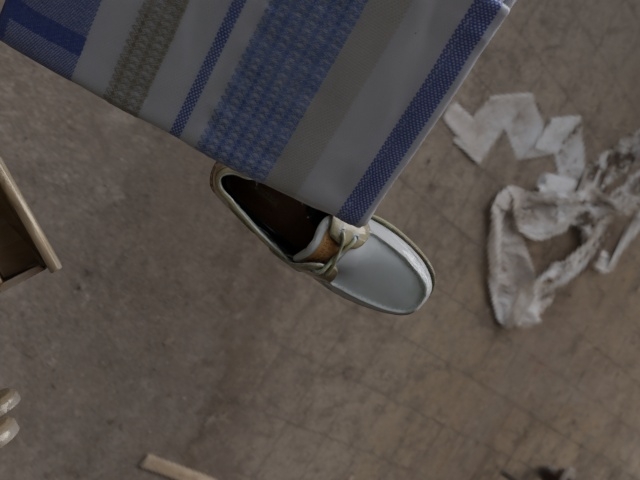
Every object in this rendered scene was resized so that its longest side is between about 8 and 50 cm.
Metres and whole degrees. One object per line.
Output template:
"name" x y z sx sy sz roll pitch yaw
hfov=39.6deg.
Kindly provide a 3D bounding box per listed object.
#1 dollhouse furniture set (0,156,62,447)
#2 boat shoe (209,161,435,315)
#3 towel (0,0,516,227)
"dollhouse furniture set" -0.451 0.035 1.026 0.257 0.394 0.362 -30 103 -14
"boat shoe" 0.000 0.000 1.041 0.302 0.103 0.113 31 104 -4
"towel" -0.045 -0.144 0.551 0.285 0.034 0.209 27 123 -7
